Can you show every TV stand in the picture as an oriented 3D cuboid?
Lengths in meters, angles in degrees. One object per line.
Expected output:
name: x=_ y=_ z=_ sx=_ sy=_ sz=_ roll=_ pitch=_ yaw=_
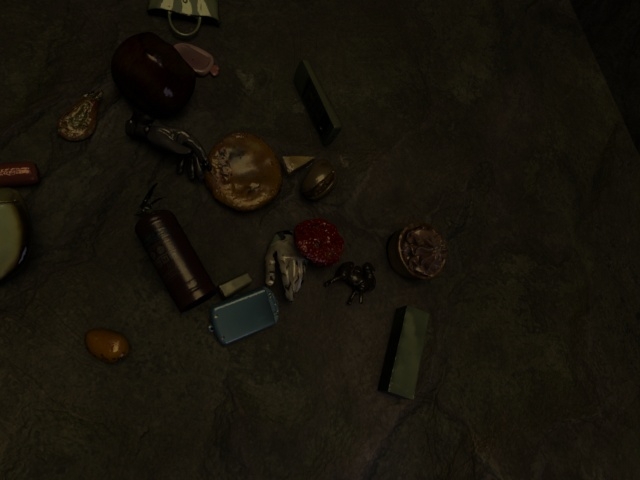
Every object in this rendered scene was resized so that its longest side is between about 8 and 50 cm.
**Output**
TV stand: x=0.260 y=0.344 z=1.302 sx=0.088 sy=0.083 sz=0.269 roll=23 pitch=67 yaw=-9

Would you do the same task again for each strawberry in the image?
strawberry: x=-0.010 y=-0.012 z=1.251 sx=0.098 sy=0.228 sz=0.174 roll=-38 pitch=67 yaw=15

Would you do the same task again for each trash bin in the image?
trash bin: x=-0.245 y=0.130 z=1.201 sx=0.092 sy=0.061 sz=0.043 roll=-27 pitch=84 yaw=-26

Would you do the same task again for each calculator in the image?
calculator: x=-0.418 y=-0.603 z=1.403 sx=0.166 sy=0.024 sz=0.103 roll=23 pitch=66 yaw=-11
calculator: x=-0.215 y=0.210 z=1.182 sx=0.210 sy=0.039 sz=0.121 roll=-20 pitch=97 yaw=-24

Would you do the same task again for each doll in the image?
doll: x=0.111 y=0.121 z=1.338 sx=0.139 sy=0.057 sz=0.165 roll=40 pitch=55 yaw=-2

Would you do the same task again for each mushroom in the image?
mushroom: x=-0.857 y=0.001 z=0.997 sx=0.292 sy=0.212 sz=0.217 roll=-20 pitch=124 yaw=-36

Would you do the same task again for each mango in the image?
mango: x=-0.537 y=0.261 z=1.054 sx=0.114 sy=0.057 sz=0.079 roll=32 pitch=72 yaw=-4

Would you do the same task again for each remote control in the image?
remote control: x=-0.017 y=-0.479 z=1.454 sx=0.038 sy=0.123 sz=0.285 roll=-22 pitch=83 yaw=-27

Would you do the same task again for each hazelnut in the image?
hazelnut: x=-0.498 y=-0.488 z=1.239 sx=0.234 sy=0.218 sz=0.218 roll=44 pitch=64 yaw=-2

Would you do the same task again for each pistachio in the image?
pistachio: x=-0.005 y=-0.198 z=1.377 sx=0.113 sy=0.113 sz=0.149 roll=46 pitch=69 yaw=-1

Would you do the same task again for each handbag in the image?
handbag: x=-0.470 y=-0.837 z=1.449 sx=0.241 sy=0.109 sz=0.315 roll=-1 pitch=86 yaw=-19

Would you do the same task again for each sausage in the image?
sausage: x=-0.823 y=-0.170 z=1.091 sx=0.154 sy=0.062 sz=0.062 roll=-10 pitch=76 yaw=-22

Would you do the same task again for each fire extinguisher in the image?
fire extinguisher: x=-0.405 y=0.019 z=1.144 sx=0.135 sy=0.114 sz=0.337 roll=-34 pitch=84 yaw=15

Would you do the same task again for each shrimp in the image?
shrimp: x=-0.689 y=-0.367 z=1.221 sx=0.091 sy=0.043 sz=0.184 roll=27 pitch=72 yaw=-18

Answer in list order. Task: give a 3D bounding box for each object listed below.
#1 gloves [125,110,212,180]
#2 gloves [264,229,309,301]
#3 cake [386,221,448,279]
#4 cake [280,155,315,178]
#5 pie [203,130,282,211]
gloves: x=-0.443 y=-0.286 z=1.234 sx=0.285 sy=0.142 sz=0.119 roll=37 pitch=91 yaw=-5
gloves: x=-0.095 y=0.075 z=1.242 sx=0.128 sy=0.111 sz=0.212 roll=18 pitch=41 yaw=-39
cake: x=0.334 y=0.024 z=1.384 sx=0.185 sy=0.178 sz=0.207 roll=-6 pitch=72 yaw=-21
cake: x=-0.072 y=-0.262 z=1.399 sx=0.121 sy=0.052 sz=0.065 roll=-29 pitch=82 yaw=-25
pie: x=-0.239 y=-0.216 z=1.314 sx=0.274 sy=0.069 sz=0.273 roll=7 pitch=68 yaw=-18
